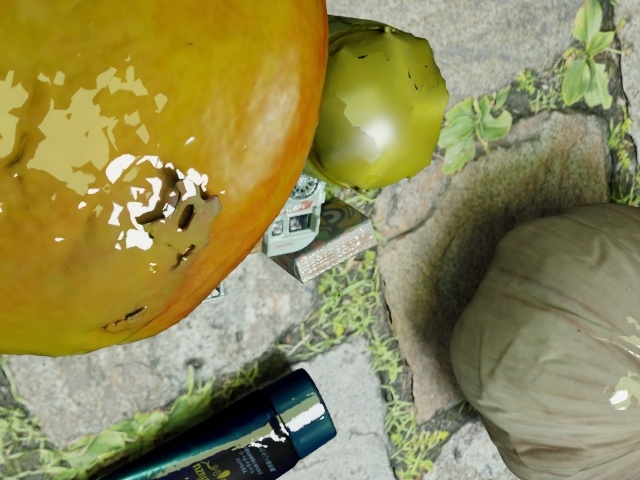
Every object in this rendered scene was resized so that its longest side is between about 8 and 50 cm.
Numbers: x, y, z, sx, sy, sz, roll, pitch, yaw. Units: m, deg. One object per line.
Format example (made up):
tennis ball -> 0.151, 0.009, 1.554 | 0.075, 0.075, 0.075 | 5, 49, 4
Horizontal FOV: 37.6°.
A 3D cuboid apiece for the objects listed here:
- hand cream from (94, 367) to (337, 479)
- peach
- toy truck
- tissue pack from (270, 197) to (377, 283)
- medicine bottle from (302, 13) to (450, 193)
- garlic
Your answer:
hand cream -> -0.115, 0.218, 0.874 | 0.271, 0.061, 0.120 | -29, 126, -11
peach -> -0.169, -0.122, 0.536 | 0.290, 0.373, 0.372 | 4, 106, -49
toy truck -> -0.084, -0.014, 0.782 | 0.178, 0.080, 0.115 | -13, 120, -26
tissue pack -> 0.000, 0.000, 0.850 | 0.083, 0.063, 0.035 | -29, 124, -18
medicine bottle -> -0.013, -0.111, 0.691 | 0.124, 0.239, 0.124 | -10, 110, -30
garlic -> 0.289, 0.101, 0.947 | 0.318, 0.259, 0.317 | -14, 119, -26
